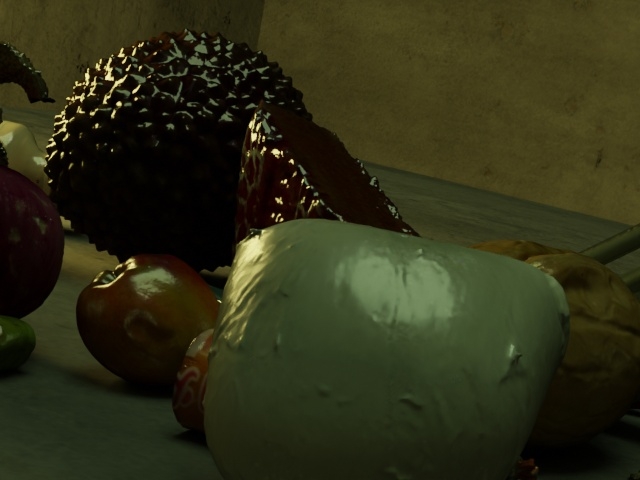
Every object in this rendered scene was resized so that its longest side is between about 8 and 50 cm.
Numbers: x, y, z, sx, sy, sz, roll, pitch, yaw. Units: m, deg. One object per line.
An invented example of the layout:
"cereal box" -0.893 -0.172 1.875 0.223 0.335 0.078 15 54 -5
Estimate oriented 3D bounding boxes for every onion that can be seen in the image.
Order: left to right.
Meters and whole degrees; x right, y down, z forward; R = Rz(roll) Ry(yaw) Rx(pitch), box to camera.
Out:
"onion" -0.277 0.001 1.137 0.177 0.153 0.177 -28 -8 -4

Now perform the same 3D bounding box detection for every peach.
"peach" -0.120 0.061 1.122 0.100 0.101 0.101 10 7 -1

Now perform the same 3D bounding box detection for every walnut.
"walnut" 0.147 0.075 1.125 0.159 0.159 0.206 16 9 42

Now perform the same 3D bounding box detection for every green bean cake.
"green bean cake" 0.000 0.000 1.342 0.097 0.199 0.232 5 14 -26

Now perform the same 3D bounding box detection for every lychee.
"lychee" -0.146 -0.089 1.576 0.267 0.268 0.267 10 7 -1

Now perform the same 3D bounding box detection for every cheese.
"cheese" 0.030 0.075 0.852 0.198 0.189 0.154 12 -34 8

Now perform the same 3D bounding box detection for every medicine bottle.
"medicine bottle" -0.377 -0.083 1.782 0.252 0.114 0.114 11 7 7

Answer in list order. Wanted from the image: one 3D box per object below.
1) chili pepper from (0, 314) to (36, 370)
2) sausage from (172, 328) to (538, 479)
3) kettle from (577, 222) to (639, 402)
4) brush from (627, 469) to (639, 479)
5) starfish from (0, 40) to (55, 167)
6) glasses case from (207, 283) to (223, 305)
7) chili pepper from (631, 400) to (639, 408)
"chili pepper" -0.264 0.071 1.031 0.208 0.043 0.049 2 27 -48
"sausage" 0.024 0.114 0.974 0.234 0.071 0.071 13 8 24
"kettle" 0.252 0.060 1.237 0.148 0.127 0.098 -32 -12 31
"brush" 0.259 0.166 1.116 0.043 0.014 0.170 15 8 25
"starfish" -0.413 -0.122 1.595 0.303 0.312 0.113 44 42 1
"glasses case" -0.042 0.087 1.196 0.105 0.056 0.266 23 0 -30
"chili pepper" 0.165 0.093 1.350 0.272 0.063 0.071 21 19 6
